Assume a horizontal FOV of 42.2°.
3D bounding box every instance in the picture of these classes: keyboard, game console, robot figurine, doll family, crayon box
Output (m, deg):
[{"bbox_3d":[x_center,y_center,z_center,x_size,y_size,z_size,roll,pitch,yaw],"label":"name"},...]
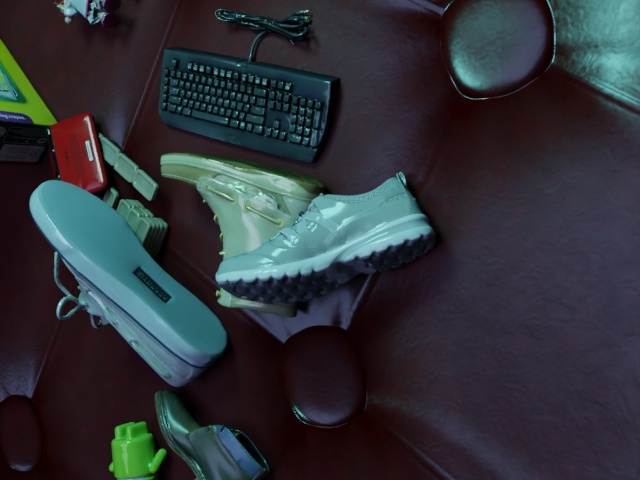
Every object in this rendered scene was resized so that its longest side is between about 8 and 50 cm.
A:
[{"bbox_3d":[-0.109,-0.237,1.183,0.317,0.033,0.201,18,102,32],"label":"keyboard"},{"bbox_3d":[-0.406,-0.121,1.386,0.124,0.085,0.144,-20,73,7],"label":"game console"},{"bbox_3d":[-0.294,0.347,1.312,0.101,0.067,0.115,-10,87,30],"label":"robot figurine"},{"bbox_3d":[-0.349,-0.470,1.307,0.163,0.118,0.262,33,128,23],"label":"doll family"},{"bbox_3d":[-0.669,-0.269,1.367,0.313,0.363,0.106,50,118,23],"label":"crayon box"}]

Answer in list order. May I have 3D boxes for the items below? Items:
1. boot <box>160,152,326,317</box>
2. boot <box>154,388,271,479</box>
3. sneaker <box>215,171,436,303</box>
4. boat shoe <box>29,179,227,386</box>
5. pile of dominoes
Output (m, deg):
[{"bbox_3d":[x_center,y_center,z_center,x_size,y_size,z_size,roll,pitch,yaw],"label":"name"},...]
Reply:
[{"bbox_3d":[-0.128,-0.012,1.165,0.262,0.095,0.203,15,100,24],"label":"boot"},{"bbox_3d":[-0.160,0.292,1.230,0.106,0.082,0.219,-38,65,7],"label":"boot"},{"bbox_3d":[0.000,0.000,1.057,0.281,0.105,0.115,-17,65,6],"label":"sneaker"},{"bbox_3d":[-0.313,0.080,1.245,0.367,0.136,0.156,43,118,-1],"label":"boat shoe"},{"bbox_3d":[-0.342,-0.054,1.362,0.251,0.040,0.196,39,113,36],"label":"pile of dominoes"}]
